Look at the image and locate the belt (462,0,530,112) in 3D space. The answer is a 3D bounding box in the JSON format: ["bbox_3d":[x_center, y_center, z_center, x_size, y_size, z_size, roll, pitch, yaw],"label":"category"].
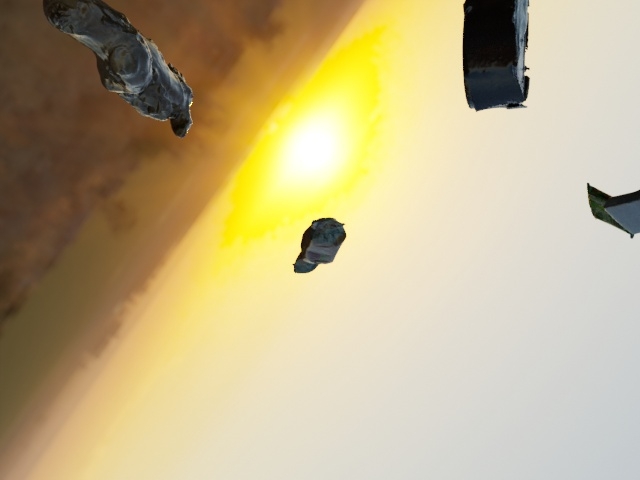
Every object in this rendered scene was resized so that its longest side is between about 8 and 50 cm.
[{"bbox_3d":[0.151,-0.179,1.510,0.105,0.058,0.140,56,36,-67],"label":"belt"}]

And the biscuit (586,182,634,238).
[{"bbox_3d":[0.332,-0.034,1.983,0.016,0.046,0.089,-27,-153,-16],"label":"biscuit"}]

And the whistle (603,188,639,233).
[{"bbox_3d":[0.382,-0.061,1.864,0.090,0.090,0.158,-56,-161,-22],"label":"whistle"}]

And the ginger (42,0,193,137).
[{"bbox_3d":[-0.224,-0.217,2.034,0.084,0.122,0.290,-18,156,16],"label":"ginger"}]

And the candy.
[{"bbox_3d":[0.000,0.000,2.248,0.182,0.053,0.046,120,-22,-66],"label":"candy"}]
